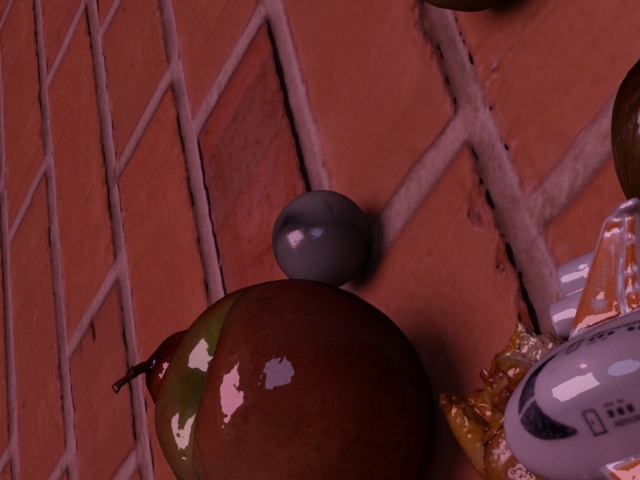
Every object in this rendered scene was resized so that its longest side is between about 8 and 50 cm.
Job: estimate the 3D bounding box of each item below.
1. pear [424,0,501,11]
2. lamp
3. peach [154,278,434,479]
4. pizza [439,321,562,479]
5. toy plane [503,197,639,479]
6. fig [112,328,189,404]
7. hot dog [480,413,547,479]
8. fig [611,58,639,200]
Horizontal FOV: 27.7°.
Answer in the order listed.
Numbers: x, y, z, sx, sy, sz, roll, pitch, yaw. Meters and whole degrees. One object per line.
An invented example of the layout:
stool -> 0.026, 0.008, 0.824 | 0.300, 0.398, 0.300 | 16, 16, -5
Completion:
pear -> 0.128, -0.292, 1.172 | 0.167, 0.136, 0.167 | -6, 81, 43
lamp -> 0.000, 0.000, 1.340 | 0.105, 0.105, 0.105 | -32, 52, 54
peach -> -0.019, 0.155, 1.177 | 0.252, 0.252, 0.252 | -32, 52, 54
pizza -> 0.174, 0.146, 1.006 | 0.271, 0.056, 0.134 | 36, 120, 59
toy plane -> 0.221, 0.085, 0.821 | 0.244, 0.117, 0.245 | -17, 60, 32
fig -> -0.165, 0.167, 1.570 | 0.128, 0.150, 0.128 | -8, -90, -86
hot dog -> 0.182, 0.246, 0.885 | 0.083, 0.068, 0.289 | -53, 49, 44
fig -> 0.249, -0.063, 0.897 | 0.109, 0.103, 0.155 | 143, 145, -82
